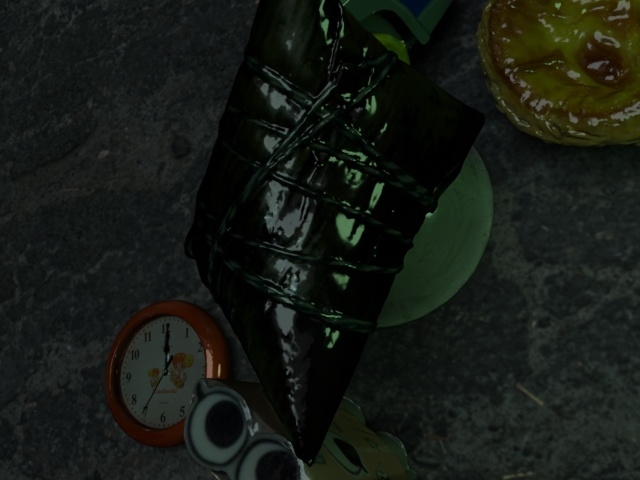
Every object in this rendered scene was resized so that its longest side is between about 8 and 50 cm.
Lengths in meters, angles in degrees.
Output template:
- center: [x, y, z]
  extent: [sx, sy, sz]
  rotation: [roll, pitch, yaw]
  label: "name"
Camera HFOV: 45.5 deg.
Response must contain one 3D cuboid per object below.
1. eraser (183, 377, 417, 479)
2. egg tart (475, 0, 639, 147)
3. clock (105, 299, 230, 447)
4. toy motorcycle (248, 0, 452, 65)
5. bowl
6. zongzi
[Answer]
- center: [-0.013, 0.226, 0.835]
  extent: [0.171, 0.290, 0.087]
  rotation: [38, 95, 28]
  label: "eraser"
- center: [0.332, -0.230, 0.901]
  extent: [0.295, 0.116, 0.294]
  rotation: [-6, 73, 21]
  label: "egg tart"
- center: [-0.216, 0.185, 1.072]
  extent: [0.205, 0.051, 0.205]
  rotation: [-7, 74, 24]
  label: "clock"
- center: [0.059, -0.337, 0.992]
  extent: [0.326, 0.200, 0.191]
  rotation: [-55, 35, -5]
  label: "toy motorcycle"
- center: [0.049, -0.051, 0.964]
  extent: [0.314, 0.146, 0.313]
  rotation: [-6, 75, 23]
  label: "bowl"
- center: [0.000, 0.000, 0.739]
  extent: [0.383, 0.319, 0.362]
  rotation: [-49, 42, 24]
  label: "zongzi"
